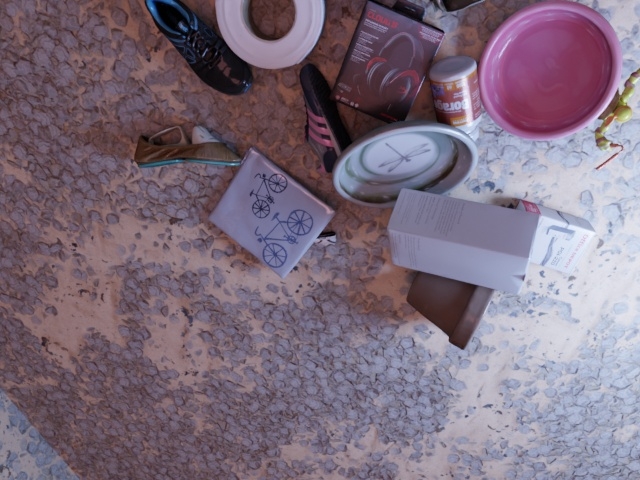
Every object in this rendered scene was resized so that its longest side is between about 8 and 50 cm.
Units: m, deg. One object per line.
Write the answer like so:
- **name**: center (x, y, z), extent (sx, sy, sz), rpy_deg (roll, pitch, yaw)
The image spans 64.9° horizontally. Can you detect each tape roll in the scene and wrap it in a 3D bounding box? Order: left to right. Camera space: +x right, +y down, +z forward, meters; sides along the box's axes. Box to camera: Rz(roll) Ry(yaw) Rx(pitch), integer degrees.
- **tape roll**: center (-0.126, -0.604, 1.328), extent (0.286, 0.100, 0.286), rpy_deg (3, 117, 6)

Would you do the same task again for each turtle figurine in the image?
- **turtle figurine**: center (0.726, -0.327, 1.272), extent (0.087, 0.217, 0.269), rpy_deg (15, 118, 1)

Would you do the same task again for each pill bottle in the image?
- **pill bottle**: center (0.366, -0.369, 1.349), extent (0.121, 0.121, 0.216), rpy_deg (-12, 129, 14)

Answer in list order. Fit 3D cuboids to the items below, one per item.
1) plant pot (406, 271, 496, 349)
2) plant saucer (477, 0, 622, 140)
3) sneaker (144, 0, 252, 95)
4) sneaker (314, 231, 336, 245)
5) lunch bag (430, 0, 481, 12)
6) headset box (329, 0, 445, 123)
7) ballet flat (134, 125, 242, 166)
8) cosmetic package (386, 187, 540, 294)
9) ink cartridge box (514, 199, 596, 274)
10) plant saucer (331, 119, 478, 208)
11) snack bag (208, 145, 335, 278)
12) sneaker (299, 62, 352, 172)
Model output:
- **plant pot**: center (0.402, 0.178, 1.587), extent (0.229, 0.263, 0.263), rpy_deg (25, 119, 15)
- **plant saucer**: center (0.571, -0.424, 1.270), extent (0.332, 0.084, 0.332), rpy_deg (15, 119, 29)
- **sneaker**: center (-0.331, -0.520, 1.348), extent (0.341, 0.139, 0.125), rpy_deg (40, 97, -5)
- **sneaker**: center (0.000, 0.000, 1.653), extent (0.109, 0.040, 0.043), rpy_deg (-3, 126, 14)
- **lunch bag**: center (0.370, -0.643, 1.154), extent (0.287, 0.235, 0.169), rpy_deg (-29, 115, 20)
- **headset box**: center (0.179, -0.481, 1.337), extent (0.218, 0.110, 0.293), rpy_deg (23, 118, -3)
- **ballet flat**: center (-0.411, -0.288, 1.543), extent (0.343, 0.116, 0.124), rpy_deg (1, 98, 13)
- **cosmetic package**: center (0.397, 0.002, 1.430), extent (0.385, 0.156, 0.217), rpy_deg (13, 152, 18)
- **ink cartridge box**: center (0.678, -0.009, 1.515), extent (0.218, 0.092, 0.158), rpy_deg (16, 119, -2)
- **plant saucer**: center (0.226, -0.225, 1.402), extent (0.401, 0.100, 0.400), rpy_deg (-5, 155, -2)
- **snack bag**: center (-0.170, -0.081, 1.625), extent (0.343, 0.037, 0.323), rpy_deg (37, 117, -1)
- **sneaker**: center (-0.013, -0.336, 1.445), extent (0.131, 0.112, 0.318), rpy_deg (-11, 112, 31)
